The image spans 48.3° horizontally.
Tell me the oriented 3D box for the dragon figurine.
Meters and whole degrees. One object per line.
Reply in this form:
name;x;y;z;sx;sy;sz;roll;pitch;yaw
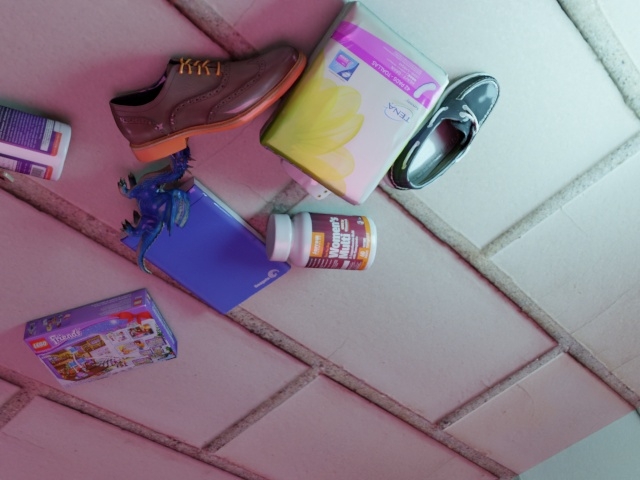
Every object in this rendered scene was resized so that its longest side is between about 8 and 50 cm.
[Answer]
dragon figurine;-0.309;-0.057;1.396;0.143;0.085;0.289;3;105;9

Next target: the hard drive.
hard drive;-0.243;0.023;1.558;0.210;0.040;0.318;-34;129;17

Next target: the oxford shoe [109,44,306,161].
oxford shoe;-0.200;-0.266;1.258;0.363;0.130;0.133;-25;124;8

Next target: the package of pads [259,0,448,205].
package of pads;0.061;-0.236;1.280;0.229;0.101;0.297;33;100;-19

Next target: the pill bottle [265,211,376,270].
pill bottle;0.000;0.000;1.537;0.221;0.121;0.121;4;130;-16

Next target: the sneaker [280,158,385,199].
sneaker;0.065;-0.144;1.444;0.292;0.108;0.169;24;124;-18

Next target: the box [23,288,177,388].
box;-0.508;0.234;1.676;0.293;0.057;0.201;-16;133;2

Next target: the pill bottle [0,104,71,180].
pill bottle;-0.551;-0.180;1.266;0.193;0.108;0.108;15;126;-24

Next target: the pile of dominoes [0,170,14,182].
pile of dominoes;-0.681;-0.147;1.226;0.195;0.040;0.251;0;153;38

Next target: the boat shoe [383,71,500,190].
boat shoe;0.248;-0.203;1.358;0.302;0.091;0.114;-48;115;-7
